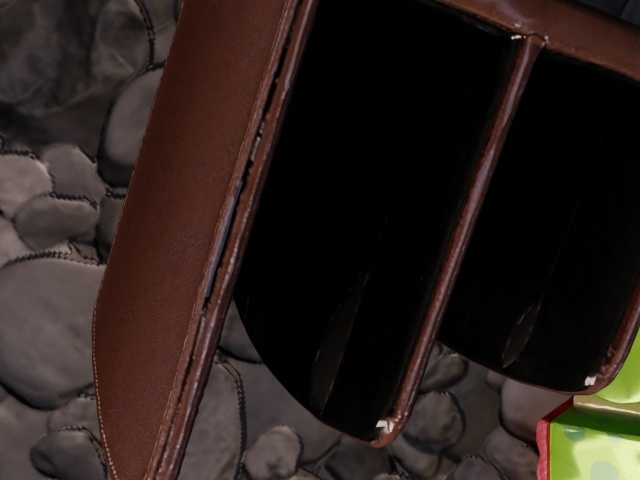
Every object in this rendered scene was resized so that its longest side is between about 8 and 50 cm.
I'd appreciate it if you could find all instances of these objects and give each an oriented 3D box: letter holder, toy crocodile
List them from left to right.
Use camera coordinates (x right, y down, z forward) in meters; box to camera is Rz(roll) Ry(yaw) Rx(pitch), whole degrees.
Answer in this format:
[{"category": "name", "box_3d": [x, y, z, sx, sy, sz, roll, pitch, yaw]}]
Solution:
[{"category": "letter holder", "box_3d": [0.000, 0.000, 0.494, 0.152, 0.302, 0.215, 18, 94, -16]}, {"category": "toy crocodile", "box_3d": [0.174, 0.116, 0.663, 0.115, 0.105, 0.341, -8, 102, -55]}]
